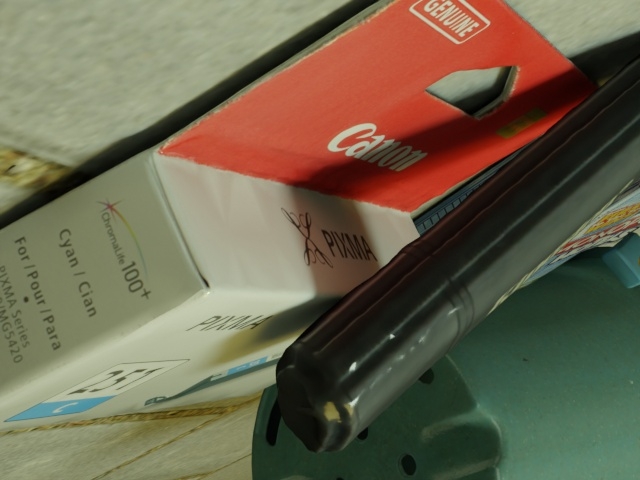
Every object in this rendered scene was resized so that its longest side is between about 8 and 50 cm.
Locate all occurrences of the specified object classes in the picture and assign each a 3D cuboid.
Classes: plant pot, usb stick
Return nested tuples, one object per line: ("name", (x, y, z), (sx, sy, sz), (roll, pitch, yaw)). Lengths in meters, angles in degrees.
("plant pot", (0.147, 0.174, 1.036), (0.334, 0.341, 0.341), (0, 153, -46))
("usb stick", (0.088, -0.005, 0.579), (0.278, 0.045, 0.077), (-39, 159, -24))

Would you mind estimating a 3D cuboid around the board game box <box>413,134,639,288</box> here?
("board game box", (0.163, -0.030, 0.766), (0.194, 0.060, 0.194), (-17, 166, -32))

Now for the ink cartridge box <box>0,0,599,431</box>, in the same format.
("ink cartridge box", (0.000, 0.000, 0.569), (0.261, 0.066, 0.296), (-28, 168, 19))

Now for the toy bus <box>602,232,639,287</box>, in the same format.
("toy bus", (0.301, -0.014, 0.827), (0.202, 0.104, 0.191), (-40, 177, 5))
